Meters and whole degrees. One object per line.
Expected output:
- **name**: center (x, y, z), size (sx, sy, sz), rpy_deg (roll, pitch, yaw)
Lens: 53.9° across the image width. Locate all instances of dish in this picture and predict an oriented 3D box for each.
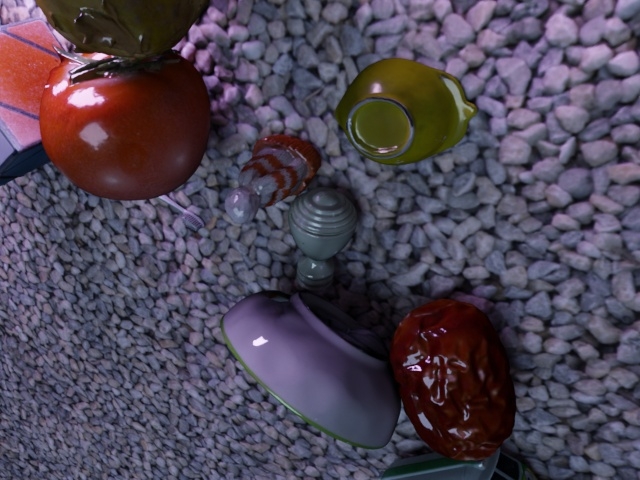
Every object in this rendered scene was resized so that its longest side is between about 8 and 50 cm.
- **dish**: center (0.097, -0.161, 0.842), size (0.208, 0.080, 0.148), rpy_deg (3, 120, 31)
- **dish**: center (0.011, 0.167, 0.989), size (0.324, 0.324, 0.124), rpy_deg (37, 96, 6)

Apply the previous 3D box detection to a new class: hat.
- **hat**: center (-0.083, -0.087, 0.939), size (0.112, 0.162, 0.093), rpy_deg (17, 129, 25)

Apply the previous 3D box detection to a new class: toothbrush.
- **toothbrush**: center (-0.331, -0.105, 1.162), size (0.286, 0.025, 0.020), rpy_deg (36, 130, 7)

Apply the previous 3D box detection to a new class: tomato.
- **tomato**: center (-0.288, -0.181, 0.944), size (0.256, 0.256, 0.224), rpy_deg (19, 133, 20)

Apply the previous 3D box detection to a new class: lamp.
- **lamp**: center (0.000, 0.000, 0.990), size (0.106, 0.106, 0.193), rpy_deg (23, 136, 17)

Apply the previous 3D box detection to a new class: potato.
- **potato**: center (-0.232, -0.364, 0.823), size (0.246, 0.300, 0.196), rpy_deg (48, 163, 19)

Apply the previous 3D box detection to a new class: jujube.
- **jujube**: center (0.200, 0.210, 0.950), size (0.174, 0.174, 0.250), rpy_deg (-10, 115, 34)

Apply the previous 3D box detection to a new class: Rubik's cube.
- **Rubik's cube**: center (-0.544, -0.231, 1.091), size (0.205, 0.205, 0.207), rpy_deg (-23, 106, 38)

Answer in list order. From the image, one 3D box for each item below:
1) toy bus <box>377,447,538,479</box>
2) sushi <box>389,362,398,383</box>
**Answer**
- **toy bus**: center (0.237, 0.452, 1.099), size (0.276, 0.133, 0.164), rpy_deg (-30, 101, 39)
- **sushi**: center (0.131, 0.234, 1.098), size (0.083, 0.044, 0.046), rpy_deg (-19, 86, 35)
